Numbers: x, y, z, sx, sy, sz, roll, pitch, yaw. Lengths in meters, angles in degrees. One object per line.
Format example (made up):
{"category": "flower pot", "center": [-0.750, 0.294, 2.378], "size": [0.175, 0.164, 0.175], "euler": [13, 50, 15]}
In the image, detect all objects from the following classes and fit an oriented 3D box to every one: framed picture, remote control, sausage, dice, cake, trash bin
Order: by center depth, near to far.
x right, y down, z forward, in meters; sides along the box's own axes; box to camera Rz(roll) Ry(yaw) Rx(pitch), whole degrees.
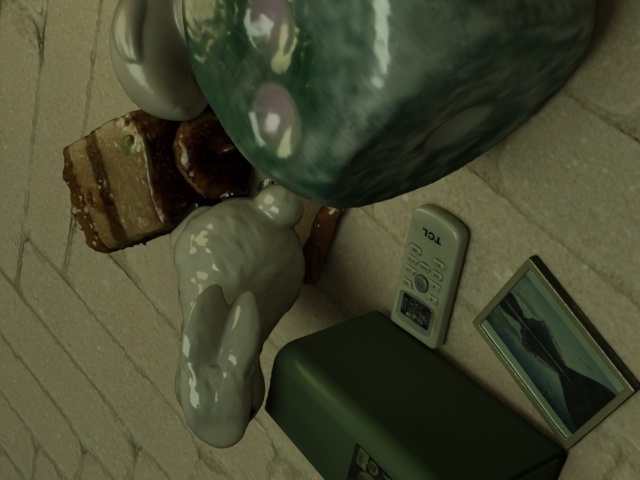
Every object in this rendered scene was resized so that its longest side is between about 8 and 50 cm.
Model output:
{"category": "dice", "center": [0.066, -0.261, 1.248], "size": [0.348, 0.330, 0.328], "euler": [59, 139, 17]}
{"category": "framed picture", "center": [0.283, 0.138, 1.398], "size": [0.203, 0.015, 0.150], "euler": [55, 138, 20]}
{"category": "trash bin", "center": [0.108, 0.261, 1.491], "size": [0.343, 0.222, 0.158], "euler": [38, 130, 36]}
{"category": "remote control", "center": [0.144, 0.046, 1.514], "size": [0.087, 0.029, 0.190], "euler": [35, 128, 36]}
{"category": "sausage", "center": [0.000, 0.000, 1.660], "size": [0.042, 0.036, 0.158], "euler": [29, 129, 8]}
{"category": "cake", "center": [-0.246, -0.102, 1.786], "size": [0.293, 0.198, 0.196], "euler": [-13, 92, 50]}

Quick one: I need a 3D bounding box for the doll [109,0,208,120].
{"category": "doll", "center": [-0.178, -0.295, 1.640], "size": [0.221, 0.221, 0.251], "euler": [2, 73, 49]}

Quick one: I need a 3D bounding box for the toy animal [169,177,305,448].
{"category": "toy animal", "center": [-0.121, 0.101, 1.581], "size": [0.357, 0.193, 0.258], "euler": [-89, 20, -44]}
